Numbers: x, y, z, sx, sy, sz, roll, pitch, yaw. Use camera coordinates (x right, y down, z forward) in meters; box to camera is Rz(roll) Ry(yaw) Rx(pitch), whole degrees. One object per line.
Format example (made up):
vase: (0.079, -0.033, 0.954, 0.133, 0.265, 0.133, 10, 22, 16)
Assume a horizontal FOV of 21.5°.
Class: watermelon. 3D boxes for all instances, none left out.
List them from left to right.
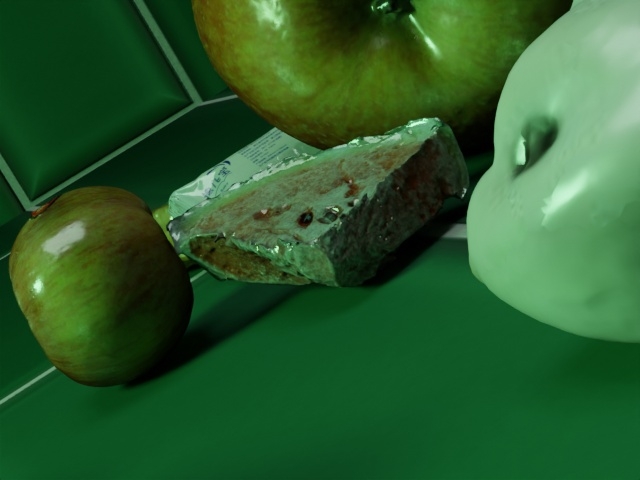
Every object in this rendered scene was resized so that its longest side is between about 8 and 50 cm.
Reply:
watermelon: (0.000, 0.000, 0.991, 0.187, 0.071, 0.139, -20, 19, 12)

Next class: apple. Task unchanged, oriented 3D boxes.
apple: (-0.134, 0.030, 1.052, 0.102, 0.126, 0.126, -26, 10, -5)
apple: (0.065, -0.185, 1.112, 0.309, 0.277, 0.250, -37, 25, 6)

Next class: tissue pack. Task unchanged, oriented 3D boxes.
tissue pack: (-0.010, -0.053, 1.225, 0.193, 0.026, 0.122, -35, 44, -19)

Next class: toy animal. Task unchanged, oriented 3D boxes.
toy animal: (0.201, -0.102, 0.664, 0.258, 0.194, 0.357, 5, 46, 31)

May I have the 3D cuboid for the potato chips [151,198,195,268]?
potato chips: (-0.162, 0.010, 1.405, 0.080, 0.057, 0.407, -21, 3, -35)
